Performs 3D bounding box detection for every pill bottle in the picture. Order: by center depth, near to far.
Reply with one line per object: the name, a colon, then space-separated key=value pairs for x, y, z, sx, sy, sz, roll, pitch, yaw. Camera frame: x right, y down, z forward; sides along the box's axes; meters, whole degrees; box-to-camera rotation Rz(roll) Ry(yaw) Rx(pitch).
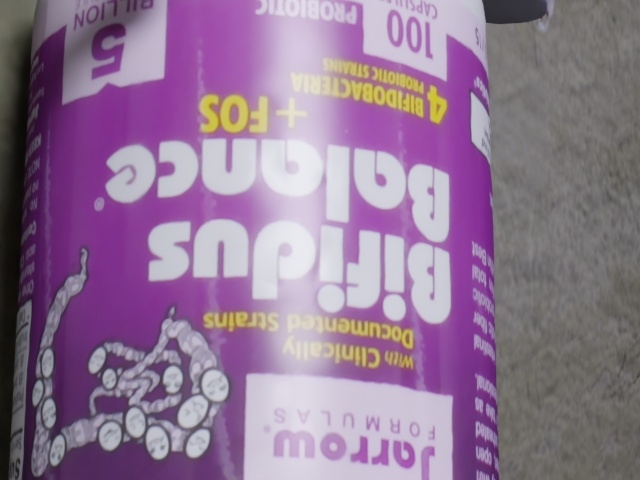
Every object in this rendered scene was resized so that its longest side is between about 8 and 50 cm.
pill bottle: x=-0.022 y=0.050 z=0.612 sx=0.169 sy=0.169 sz=0.301 roll=27 pitch=58 yaw=-56

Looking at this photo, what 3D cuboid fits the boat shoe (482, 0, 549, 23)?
boat shoe: x=0.036 y=-0.190 z=0.817 sx=0.267 sy=0.096 sz=0.088 roll=32 pitch=69 yaw=-46
